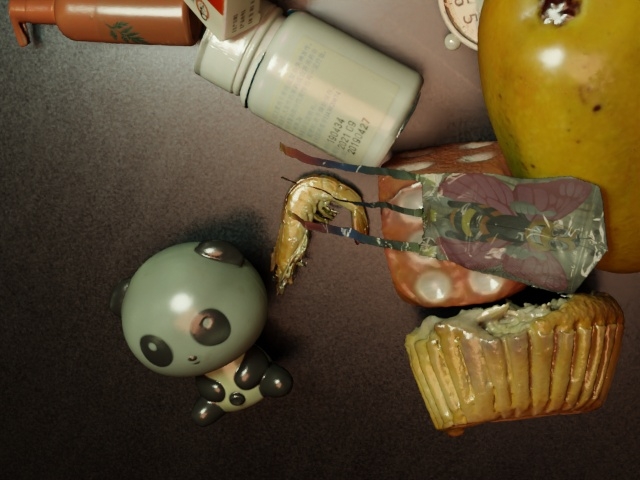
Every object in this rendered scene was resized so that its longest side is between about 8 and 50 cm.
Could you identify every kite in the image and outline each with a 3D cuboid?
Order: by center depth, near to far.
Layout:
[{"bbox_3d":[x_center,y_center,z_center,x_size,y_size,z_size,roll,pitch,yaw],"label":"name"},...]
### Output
[{"bbox_3d":[0.126,-0.023,0.997,0.360,0.022,0.204,11,145,15],"label":"kite"}]

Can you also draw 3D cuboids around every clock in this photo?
[{"bbox_3d":[0.215,-0.302,1.110,0.155,0.063,0.229,-14,104,14],"label":"clock"}]

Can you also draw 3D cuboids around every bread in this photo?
[{"bbox_3d":[0.245,0.149,1.132,0.274,0.274,0.149,-14,76,11],"label":"bread"}]

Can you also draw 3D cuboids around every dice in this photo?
[{"bbox_3d":[0.169,-0.023,1.135,0.173,0.179,0.175,-7,102,10],"label":"dice"}]

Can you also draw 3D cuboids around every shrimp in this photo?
[{"bbox_3d":[0.000,0.000,1.242,0.124,0.034,0.178,12,103,-3],"label":"shrimp"}]

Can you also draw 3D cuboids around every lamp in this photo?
[{"bbox_3d":[-0.151,0.119,1.223,0.197,0.198,0.244,-24,110,14],"label":"lamp"}]

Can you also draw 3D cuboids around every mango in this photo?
[{"bbox_3d":[0.320,-0.142,1.007,0.232,0.300,0.446,0,141,33],"label":"mango"}]

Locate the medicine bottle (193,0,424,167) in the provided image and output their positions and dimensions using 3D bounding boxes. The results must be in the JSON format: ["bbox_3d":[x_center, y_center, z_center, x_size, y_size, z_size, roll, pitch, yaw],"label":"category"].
[{"bbox_3d":[-0.014,-0.198,1.127,0.258,0.143,0.143,29,108,-2],"label":"medicine bottle"}]

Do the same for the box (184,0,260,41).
[{"bbox_3d":[-0.185,-0.410,1.002,0.069,0.214,0.353,-32,73,-20],"label":"box"}]

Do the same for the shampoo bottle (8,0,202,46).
[{"bbox_3d":[-0.275,-0.289,1.170,0.244,0.085,0.086,2,106,9],"label":"shampoo bottle"}]
